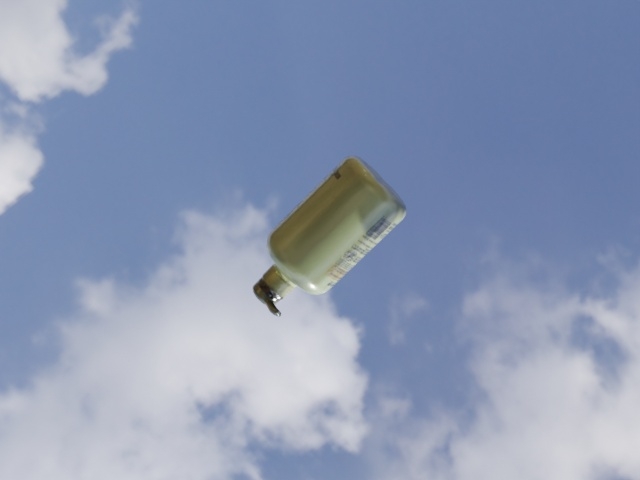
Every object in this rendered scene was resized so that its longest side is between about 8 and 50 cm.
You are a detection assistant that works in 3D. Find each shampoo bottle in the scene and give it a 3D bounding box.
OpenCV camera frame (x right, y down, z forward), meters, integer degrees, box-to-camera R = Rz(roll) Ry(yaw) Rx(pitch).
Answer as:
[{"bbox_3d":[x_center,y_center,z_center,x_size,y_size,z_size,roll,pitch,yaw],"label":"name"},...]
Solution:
[{"bbox_3d":[0.000,0.000,1.069,0.162,0.079,0.079,-44,-137,9],"label":"shampoo bottle"}]
